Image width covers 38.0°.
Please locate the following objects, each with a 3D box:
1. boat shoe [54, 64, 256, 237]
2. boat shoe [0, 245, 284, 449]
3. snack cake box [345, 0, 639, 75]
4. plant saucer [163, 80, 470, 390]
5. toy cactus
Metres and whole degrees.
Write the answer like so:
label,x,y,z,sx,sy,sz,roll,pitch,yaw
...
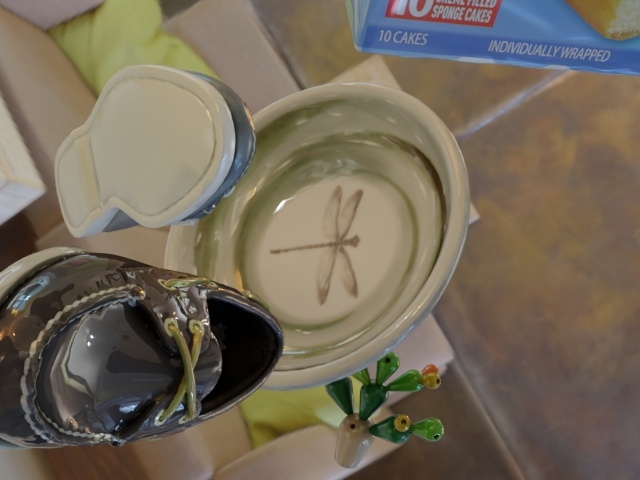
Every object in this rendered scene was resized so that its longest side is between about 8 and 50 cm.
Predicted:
label,x,y,z,sx,sy,sz,roll,pitch,yaw
boat shoe,-0.120,-0.066,0.727,0.099,0.319,0.116,-10,88,-32
boat shoe,-0.074,0.048,0.412,0.228,0.068,0.081,2,97,-77
snack cake box,0.149,-0.147,0.353,0.152,0.264,0.089,104,-16,-47
plant saucer,0.000,0.000,1.121,0.100,0.400,0.400,45,18,-51
toy cactus,0.063,0.214,1.219,0.219,0.181,0.112,29,25,20
